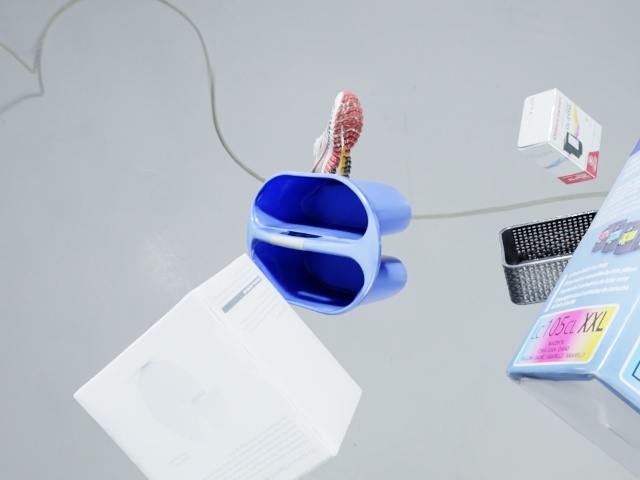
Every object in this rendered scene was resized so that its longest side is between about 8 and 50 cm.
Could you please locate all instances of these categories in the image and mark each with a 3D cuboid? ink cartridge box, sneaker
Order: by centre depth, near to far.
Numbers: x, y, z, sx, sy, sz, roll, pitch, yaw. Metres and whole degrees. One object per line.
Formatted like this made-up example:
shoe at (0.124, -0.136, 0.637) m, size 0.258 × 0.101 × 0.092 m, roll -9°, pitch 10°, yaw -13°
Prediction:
ink cartridge box at (0.396, 0.041, 0.573) m, size 0.270 × 0.151 × 0.395 m, roll 38°, pitch 72°, yaw -4°
ink cartridge box at (0.496, -0.211, 1.261) m, size 0.175 × 0.072 × 0.127 m, roll 24°, pitch 71°, yaw -32°
sneaker at (0.025, -0.225, 1.368) m, size 0.093 × 0.088 × 0.225 m, roll 35°, pitch 118°, yaw 40°

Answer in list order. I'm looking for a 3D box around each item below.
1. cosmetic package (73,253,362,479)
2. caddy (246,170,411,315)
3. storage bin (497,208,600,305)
cosmetic package at (-0.113, 0.179, 0.715) m, size 0.224 × 0.138 × 0.224 m, roll -39°, pitch 92°, yaw 23°
caddy at (0.000, 0.000, 1.099) m, size 0.341 × 0.179 × 0.241 m, roll 9°, pitch 98°, yaw 46°
storage bin at (0.394, 0.028, 1.007) m, size 0.180 × 0.122 × 0.084 m, roll -12°, pitch 120°, yaw 19°
